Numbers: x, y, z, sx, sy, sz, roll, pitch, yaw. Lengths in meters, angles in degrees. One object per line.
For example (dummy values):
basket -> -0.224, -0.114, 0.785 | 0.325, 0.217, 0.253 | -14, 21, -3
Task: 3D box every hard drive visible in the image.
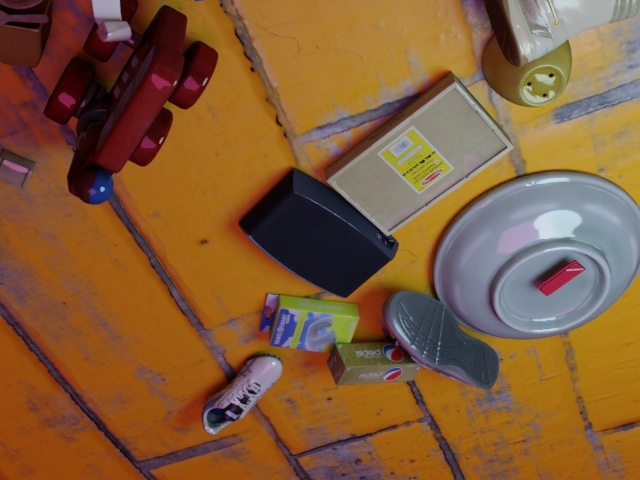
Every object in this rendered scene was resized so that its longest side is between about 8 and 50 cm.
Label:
hard drive -> 0.000, 0.000, 1.326 | 0.254, 0.054, 0.172 | 34, 119, -27

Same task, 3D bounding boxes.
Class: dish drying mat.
dish drying mat -> 0.419, 0.067, 1.310 | 0.032, 0.008, 0.083 | 33, 119, -27

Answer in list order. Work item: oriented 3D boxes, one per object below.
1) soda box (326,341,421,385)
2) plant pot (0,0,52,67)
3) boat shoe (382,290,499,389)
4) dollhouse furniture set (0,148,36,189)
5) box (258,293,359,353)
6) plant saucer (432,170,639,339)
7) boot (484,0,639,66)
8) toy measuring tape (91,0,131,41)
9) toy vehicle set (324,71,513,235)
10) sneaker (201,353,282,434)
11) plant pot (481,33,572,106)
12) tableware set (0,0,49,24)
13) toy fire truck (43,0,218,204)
soda box -> 0.108, 0.243, 1.491 | 0.181, 0.061, 0.058 | 1, 131, -27
plant pot -> -0.422, -0.290, 1.053 | 0.081, 0.081, 0.083 | 7, 141, -10
boat shoe -> 0.221, 0.198, 1.463 | 0.320, 0.118, 0.103 | 33, 156, -33
dollhouse furniture set -> -0.518, -0.156, 1.135 | 0.181, 0.101, 0.161 | 23, 123, -21
box -> -0.024, 0.163, 1.463 | 0.178, 0.042, 0.109 | 8, 127, -11
plant saucer -> 0.410, 0.064, 1.378 | 0.400, 0.101, 0.401 | -2, 129, -3
boot -> 0.315, -0.392, 1.011 | 0.203, 0.095, 0.262 | -22, 107, -2
toy measuring tape -> -0.224, -0.393, 0.841 | 0.121, 0.121, 0.330 | -3, 106, -2
toy vehicle set -> 0.160, -0.134, 1.241 | 0.266, 0.035, 0.166 | -36, 123, 22
sneaker -> -0.159, 0.320, 1.551 | 0.085, 0.086, 0.237 | 33, 118, -25
plant pot -> 0.318, -0.252, 1.121 | 0.134, 0.095, 0.134 | -2, 129, -3
tableware set -> -0.450, -0.349, 0.977 | 0.194, 0.039, 0.128 | -2, 84, -5
toy fire truck -> -0.275, -0.178, 1.037 | 0.169, 0.254, 0.302 | 29, 121, -24
